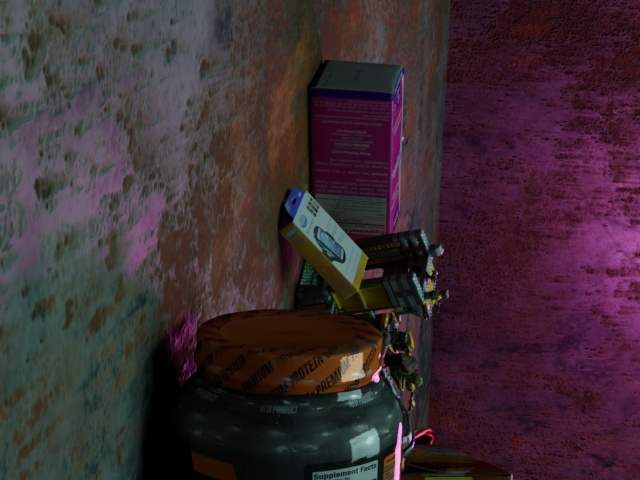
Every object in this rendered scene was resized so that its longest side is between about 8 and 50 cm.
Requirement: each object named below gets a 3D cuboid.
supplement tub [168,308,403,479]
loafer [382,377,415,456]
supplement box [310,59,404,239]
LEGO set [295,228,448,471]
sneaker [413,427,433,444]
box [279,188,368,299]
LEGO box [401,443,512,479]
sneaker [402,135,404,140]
[{"bbox_3d":[-0.033,0.242,1.146,0.207,0.207,0.338,-43,136,-75],"label":"supplement tub"},{"bbox_3d":[0.057,0.213,1.838,0.267,0.096,0.084,-124,-165,-61],"label":"loafer"},{"bbox_3d":[0.049,-0.117,1.727,0.111,0.114,0.220,-69,162,-61],"label":"supplement box"},{"bbox_3d":[0.085,0.143,1.663,0.331,0.192,0.255,-67,142,-53],"label":"LEGO set"},{"bbox_3d":[0.157,0.387,2.488,0.221,0.128,0.087,-28,122,-78],"label":"sneaker"},{"bbox_3d":[0.000,0.000,1.572,0.136,0.028,0.081,45,29,-14],"label":"box"},{"bbox_3d":[0.133,0.567,1.891,0.372,0.193,0.500,165,-74,-80],"label":"LEGO box"},{"bbox_3d":[0.121,-0.159,2.287,0.135,0.052,0.058,15,84,-79],"label":"sneaker"}]
